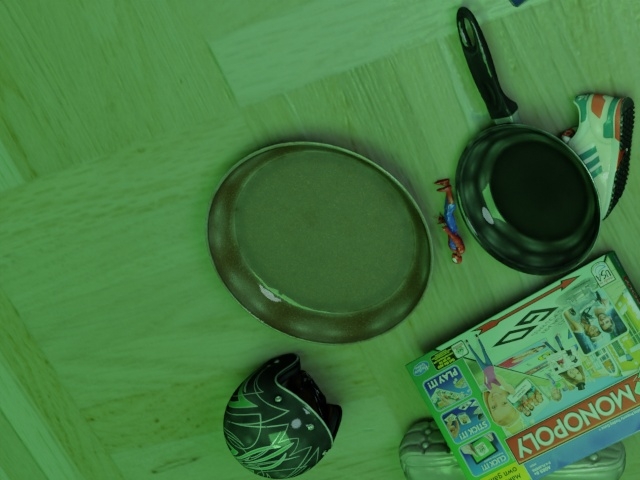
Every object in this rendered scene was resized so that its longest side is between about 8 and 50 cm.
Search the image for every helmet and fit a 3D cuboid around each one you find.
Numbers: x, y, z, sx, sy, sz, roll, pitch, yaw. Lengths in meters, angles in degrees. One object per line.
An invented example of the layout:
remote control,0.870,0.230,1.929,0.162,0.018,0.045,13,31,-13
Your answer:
helmet,-0.057,0.259,1.627,0.169,0.161,0.170,7,122,12

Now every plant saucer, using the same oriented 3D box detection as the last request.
plant saucer,0.000,0.000,1.521,0.310,0.050,0.311,8,123,12

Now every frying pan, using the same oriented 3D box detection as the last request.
frying pan,0.216,-0.104,1.387,0.326,0.053,0.197,55,136,2

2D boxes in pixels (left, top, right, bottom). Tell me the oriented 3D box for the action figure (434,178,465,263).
action figure,0.166,-0.020,1.467,0.030,0.038,0.115,-18,115,1

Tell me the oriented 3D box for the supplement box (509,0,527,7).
supplement box,0.166,-0.445,1.111,0.195,0.194,0.356,-34,107,31

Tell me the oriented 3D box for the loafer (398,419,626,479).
loafer,0.268,0.314,1.605,0.319,0.112,0.112,-2,125,26

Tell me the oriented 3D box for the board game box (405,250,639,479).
board game box,0.292,0.182,1.482,0.317,0.046,0.214,-33,80,25

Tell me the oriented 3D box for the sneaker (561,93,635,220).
sneaker,0.326,-0.103,1.367,0.075,0.057,0.161,18,128,27
